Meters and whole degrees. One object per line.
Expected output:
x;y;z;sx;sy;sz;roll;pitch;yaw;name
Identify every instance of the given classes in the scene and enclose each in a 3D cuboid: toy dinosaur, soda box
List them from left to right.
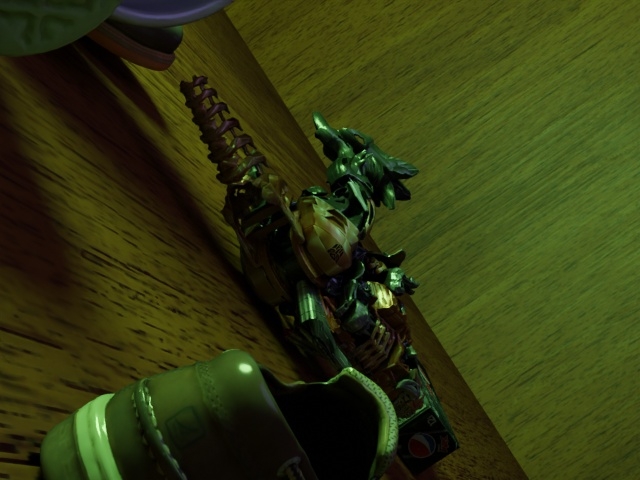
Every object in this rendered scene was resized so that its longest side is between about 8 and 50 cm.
0.000;0.000;0.820;0.218;0.164;0.322;-79;158;-59;toy dinosaur
0.089;0.164;1.004;0.060;0.053;0.169;54;7;-19;soda box

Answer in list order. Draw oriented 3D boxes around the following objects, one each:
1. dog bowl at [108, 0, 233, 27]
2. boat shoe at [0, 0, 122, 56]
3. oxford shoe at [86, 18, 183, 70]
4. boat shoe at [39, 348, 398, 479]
-0.131;-0.290;0.681;0.104;0.265;0.265;25;-14;37;dog bowl
-0.235;-0.286;0.354;0.156;0.186;0.500;54;-2;45;boat shoe
-0.197;-0.277;0.764;0.364;0.132;0.130;49;8;-47;oxford shoe
-0.004;0.102;0.412;0.095;0.095;0.257;58;6;22;boat shoe
